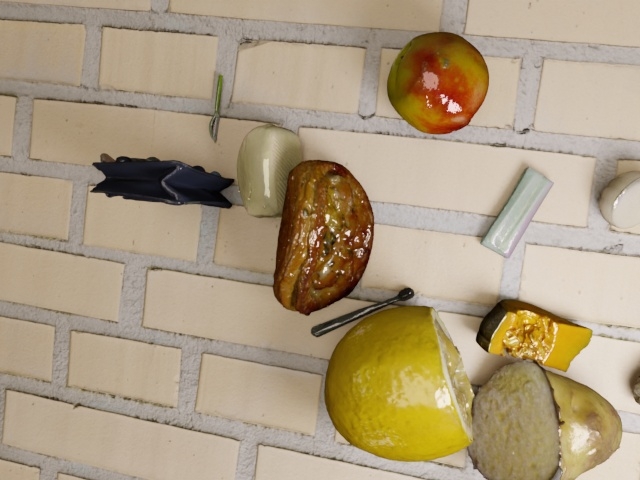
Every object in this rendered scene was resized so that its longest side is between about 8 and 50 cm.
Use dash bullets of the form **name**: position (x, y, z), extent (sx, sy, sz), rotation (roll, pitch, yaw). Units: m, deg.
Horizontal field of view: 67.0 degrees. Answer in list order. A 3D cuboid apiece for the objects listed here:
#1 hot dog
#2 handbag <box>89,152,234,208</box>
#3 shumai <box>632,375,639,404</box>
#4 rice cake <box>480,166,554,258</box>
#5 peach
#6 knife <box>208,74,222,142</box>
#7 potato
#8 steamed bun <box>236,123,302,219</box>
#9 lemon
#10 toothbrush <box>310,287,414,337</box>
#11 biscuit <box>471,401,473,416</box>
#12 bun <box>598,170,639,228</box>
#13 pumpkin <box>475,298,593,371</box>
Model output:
- **hot dog**: position (0.000, 0.000, 1.178), extent (0.174, 0.267, 0.387), rotation (16, 101, 46)
- **handbag**: position (-0.383, -0.143, 1.187), extent (0.269, 0.326, 0.118), rotation (5, 91, 9)
- **shumai**: position (0.829, 0.306, 1.113), extent (0.210, 0.161, 0.152), rotation (-17, 66, 31)
- **rice cake**: position (0.486, -0.068, 1.192), extent (0.080, 0.042, 0.221), rotation (30, 96, 8)
- **peach**: position (0.273, -0.363, 1.127), extent (0.231, 0.231, 0.230), rotation (0, 93, 9)
- **knife**: position (-0.284, -0.358, 1.315), extent (0.026, 0.022, 0.184), rotation (7, 94, -18)
- **potato**: position (0.532, 0.446, 1.122), extent (0.237, 0.289, 0.300), rotation (18, 70, -26)
- **steamed bun**: position (-0.140, -0.170, 1.234), extent (0.153, 0.170, 0.238), rotation (-3, 93, 28)
- **lemon**: position (0.165, 0.333, 1.118), extent (0.365, 0.364, 0.363), rotation (0, 93, 9)
- **toothbrush**: position (0.107, 0.190, 1.272), extent (0.297, 0.030, 0.030), rotation (-25, 62, 11)
- **biscuit**: position (0.408, 0.465, 1.239), extent (0.131, 0.019, 0.102), rotation (-3, 91, 10)
- **bun**: position (0.709, -0.103, 1.132), extent (0.138, 0.094, 0.138), rotation (-7, 119, -13)
- **pumpkin**: position (0.499, 0.222, 1.170), extent (0.248, 0.126, 0.130), rotation (18, 96, -10)
